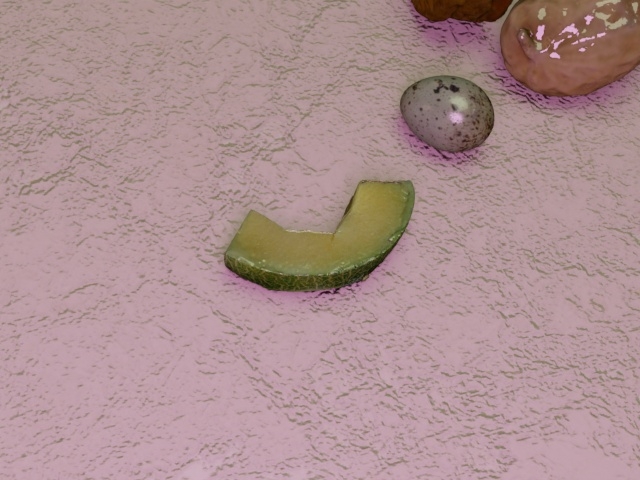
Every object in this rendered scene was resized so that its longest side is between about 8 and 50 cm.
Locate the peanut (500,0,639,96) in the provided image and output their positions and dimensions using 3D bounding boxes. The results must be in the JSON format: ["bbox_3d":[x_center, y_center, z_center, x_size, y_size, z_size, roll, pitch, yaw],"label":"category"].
[{"bbox_3d":[0.350,-0.271,1.655,0.291,0.143,0.159,-35,45,-27],"label":"peanut"}]

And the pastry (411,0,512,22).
[{"bbox_3d":[0.167,-0.347,1.648,0.103,0.189,0.189,-4,58,-14],"label":"pastry"}]

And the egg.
[{"bbox_3d":[0.142,-0.144,1.574,0.110,0.085,0.085,13,55,18],"label":"egg"}]

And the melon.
[{"bbox_3d":[0.000,0.000,1.471,0.209,0.064,0.118,-3,59,-9],"label":"melon"}]
